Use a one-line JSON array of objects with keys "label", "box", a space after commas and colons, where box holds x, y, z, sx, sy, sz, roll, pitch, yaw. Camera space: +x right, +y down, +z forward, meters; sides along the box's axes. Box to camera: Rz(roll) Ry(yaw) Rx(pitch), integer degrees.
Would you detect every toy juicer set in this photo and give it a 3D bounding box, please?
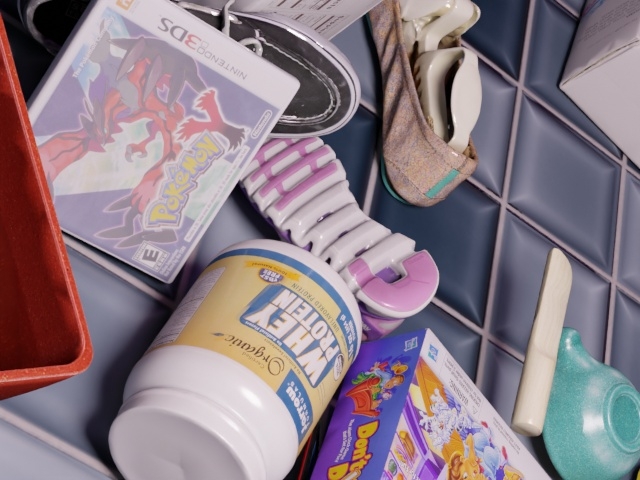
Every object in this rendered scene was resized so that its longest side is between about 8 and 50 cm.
[{"label": "toy juicer set", "box": [0.245, 0.198, 1.596, 0.329, 0.089, 0.209, 54, 49, -20]}]

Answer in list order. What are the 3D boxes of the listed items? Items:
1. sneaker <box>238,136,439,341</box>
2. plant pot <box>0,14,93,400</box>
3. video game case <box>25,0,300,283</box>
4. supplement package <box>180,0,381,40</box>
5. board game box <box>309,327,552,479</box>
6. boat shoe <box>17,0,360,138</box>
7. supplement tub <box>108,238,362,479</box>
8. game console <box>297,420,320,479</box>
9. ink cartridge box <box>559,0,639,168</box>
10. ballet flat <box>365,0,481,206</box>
[{"label": "sneaker", "box": [0.000, 0.000, 1.480, 0.095, 0.104, 0.236, -30, 66, -28]}, {"label": "plant pot", "box": [-0.342, 0.006, 1.045, 0.267, 0.235, 0.267, -4, 70, -43]}, {"label": "video game case", "box": [-0.142, -0.086, 1.335, 0.183, 0.201, 0.023, 29, 10, -28]}, {"label": "supplement package", "box": [-0.045, -0.325, 1.529, 0.145, 0.204, 0.262, -4, 70, -43]}, {"label": "board game box", "box": [0.122, 0.276, 1.384, 0.347, 0.078, 0.233, 50, 41, -29]}, {"label": "boat shoe", "box": [-0.102, -0.153, 1.398, 0.306, 0.113, 0.105, 24, 17, -20]}, {"label": "supplement tub", "box": [-0.065, 0.109, 1.311, 0.144, 0.144, 0.200, 46, 44, -14]}, {"label": "game console", "box": [0.010, 0.241, 1.348, 0.124, 0.085, 0.144, 31, 50, -18]}, {"label": "ink cartridge box", "box": [0.422, -0.230, 1.967, 0.226, 0.131, 0.306, 42, 47, -18]}, {"label": "ballet flat", "box": [0.113, -0.184, 1.670, 0.107, 0.106, 0.316, 15, 58, -37]}]
